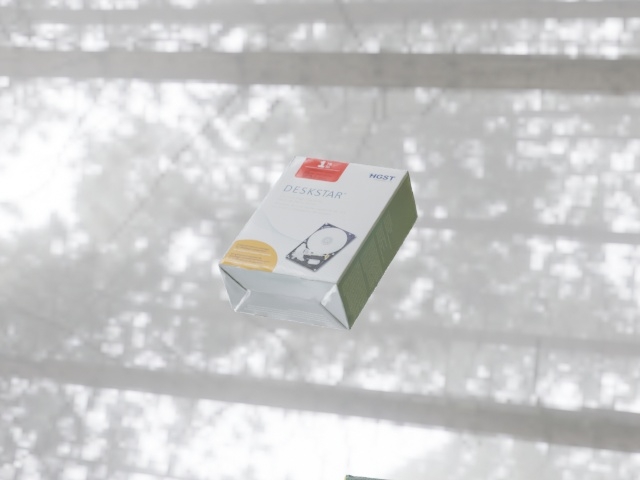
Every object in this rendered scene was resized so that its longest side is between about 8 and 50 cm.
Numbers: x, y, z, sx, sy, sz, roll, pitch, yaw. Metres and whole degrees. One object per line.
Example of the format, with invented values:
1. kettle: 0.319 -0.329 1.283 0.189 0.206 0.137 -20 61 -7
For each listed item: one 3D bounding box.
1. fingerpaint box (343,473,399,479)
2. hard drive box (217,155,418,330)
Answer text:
1. fingerpaint box: 0.073 0.500 1.408 0.371 0.163 0.444 -94 12 -58
2. hard drive box: 0.000 0.000 2.113 0.232 0.181 0.089 -57 -36 -40
